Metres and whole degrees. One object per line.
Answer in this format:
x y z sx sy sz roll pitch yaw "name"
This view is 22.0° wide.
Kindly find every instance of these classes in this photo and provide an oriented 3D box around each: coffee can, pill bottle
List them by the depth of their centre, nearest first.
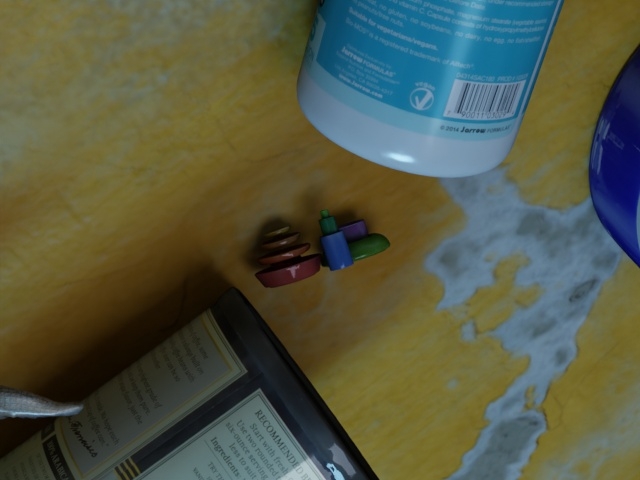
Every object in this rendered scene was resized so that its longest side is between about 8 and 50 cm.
0.084 -0.182 0.999 0.146 0.146 0.264 1 121 -29 "pill bottle"
-0.111 0.191 1.118 0.275 0.201 0.201 -35 131 -1 "coffee can"

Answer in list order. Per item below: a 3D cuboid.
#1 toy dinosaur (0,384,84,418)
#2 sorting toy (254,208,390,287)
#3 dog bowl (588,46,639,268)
-0.299 0.137 0.972 0.296 0.127 0.200 -11 131 -38 "toy dinosaur"
0.000 0.000 1.150 0.102 0.061 0.042 -19 95 -25 "sorting toy"
0.340 -0.067 1.244 0.265 0.104 0.265 -14 127 -19 "dog bowl"
